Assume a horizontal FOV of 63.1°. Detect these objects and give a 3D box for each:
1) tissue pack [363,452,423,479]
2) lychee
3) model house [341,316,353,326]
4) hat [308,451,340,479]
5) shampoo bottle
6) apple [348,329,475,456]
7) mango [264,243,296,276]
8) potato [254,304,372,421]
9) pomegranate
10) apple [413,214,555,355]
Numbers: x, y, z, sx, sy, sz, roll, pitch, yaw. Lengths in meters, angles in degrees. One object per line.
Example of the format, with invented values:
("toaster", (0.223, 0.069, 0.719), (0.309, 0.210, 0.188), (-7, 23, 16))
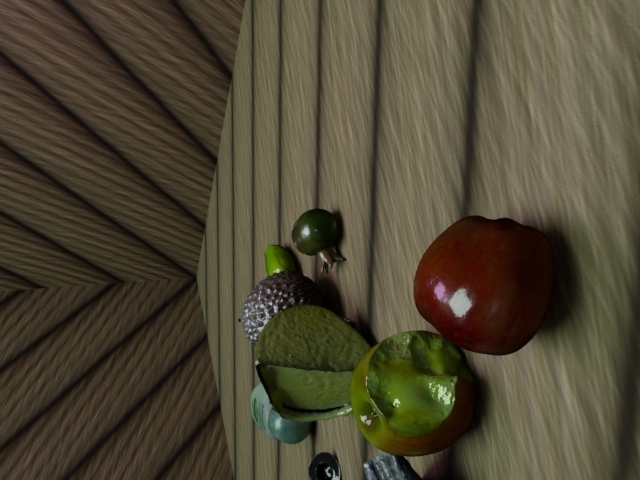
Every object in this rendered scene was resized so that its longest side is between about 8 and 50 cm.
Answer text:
("tissue pack", (0.214, 0.603, 1.046), (0.228, 0.103, 0.315), (56, -178, -42))
("lychee", (-0.102, 0.240, 1.636), (0.300, 0.300, 0.300), (177, 90, -67))
("model house", (0.070, 0.273, 1.532), (0.058, 0.057, 0.083), (15, 87, 39))
("hat", (0.019, 0.741, 1.679), (0.050, 0.121, 0.121), (23, -122, -70))
("shampoo bottle", (-0.146, 0.645, 1.940), (0.349, 0.151, 0.222), (175, 94, -66))
("apple", (0.179, 0.310, 1.058), (0.246, 0.226, 0.246), (175, 90, -65))
("mango", (-0.154, 0.093, 1.947), (0.233, 0.111, 0.125), (-133, 50, -58))
("potato", (-0.018, 0.351, 1.460), (0.212, 0.330, 0.280), (-92, 9, -49))
("pomegranate", (0.000, 0.000, 1.582), (0.191, 0.131, 0.152), (57, 143, 11))
("apple", (0.266, 0.072, 0.855), (0.234, 0.234, 0.234), (177, 90, -67))
